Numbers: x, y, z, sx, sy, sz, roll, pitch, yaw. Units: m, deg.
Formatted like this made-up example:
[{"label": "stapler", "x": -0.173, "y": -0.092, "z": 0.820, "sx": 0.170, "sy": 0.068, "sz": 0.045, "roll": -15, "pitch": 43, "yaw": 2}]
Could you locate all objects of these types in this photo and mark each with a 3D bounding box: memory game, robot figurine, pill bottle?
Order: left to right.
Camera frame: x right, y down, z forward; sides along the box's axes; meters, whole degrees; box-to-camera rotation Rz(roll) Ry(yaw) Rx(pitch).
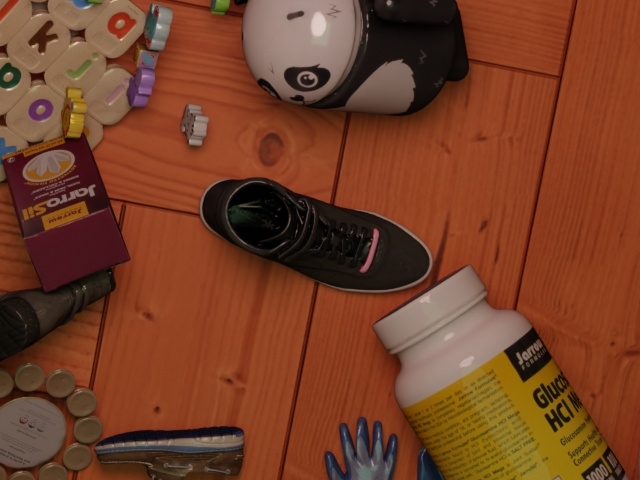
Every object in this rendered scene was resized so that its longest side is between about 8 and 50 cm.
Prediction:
[{"label": "memory game", "x": -0.354, "y": 0.229, "z": 1.765, "sx": 0.186, "sy": 0.012, "sz": 0.186, "roll": -8, "pitch": 115, "yaw": -17}, {"label": "robot figurine", "x": 0.042, "y": -0.228, "z": 1.680, "sx": 0.278, "sy": 0.173, "sz": 0.209, "roll": 2, "pitch": 126, "yaw": -40}, {"label": "pill bottle", "x": 0.208, "y": 0.204, "z": 1.742, "sx": 0.188, "sy": 0.188, "sz": 0.334, "roll": -32, "pitch": 89, "yaw": -1}]

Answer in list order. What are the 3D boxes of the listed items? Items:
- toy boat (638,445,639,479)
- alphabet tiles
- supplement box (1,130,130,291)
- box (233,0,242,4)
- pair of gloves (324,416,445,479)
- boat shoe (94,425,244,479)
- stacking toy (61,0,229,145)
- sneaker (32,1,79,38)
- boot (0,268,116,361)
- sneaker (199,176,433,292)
[{"label": "toy boat", "x": 0.437, "y": 0.337, "z": 1.815, "sx": 0.318, "sy": 0.148, "sz": 0.267, "roll": -35, "pitch": 101, "yaw": -9}, {"label": "alphabet tiles", "x": -0.348, "y": -0.204, "z": 1.686, "sx": 0.278, "sy": 0.021, "sz": 0.284, "roll": -46, "pitch": 126, "yaw": 11}, {"label": "supplement box", "x": -0.294, "y": -0.038, "z": 1.685, "sx": 0.104, "sy": 0.188, "sz": 0.081, "roll": -21, "pitch": 127, "yaw": -7}, {"label": "box", "x": -0.048, "y": -0.376, "z": 1.735, "sx": 0.156, "sy": 0.093, "sz": 0.158, "roll": -17, "pitch": 97, "yaw": -3}, {"label": "pair of gloves", "x": 0.106, "y": 0.295, "z": 1.832, "sx": 0.198, "sy": 0.023, "sz": 0.159, "roll": -6, "pitch": 93, "yaw": -8}, {"label": "boat shoe", "x": -0.183, "y": 0.267, "z": 1.787, "sx": 0.183, "sy": 0.066, "sz": 0.066, "roll": -2, "pitch": 96, "yaw": -4}, {"label": "stacking toy", "x": -0.198, "y": -0.213, "z": 1.694, "sx": 0.167, "sy": 0.052, "sz": 0.221, "roll": 4, "pitch": 120, "yaw": -24}, {"label": "sneaker", "x": -0.357, "y": -0.347, "z": 1.714, "sx": 0.121, "sy": 0.099, "sz": 0.262, "roll": -41, "pitch": 97, "yaw": -5}, {"label": "boot", "x": -0.355, "y": 0.095, "z": 1.737, "sx": 0.161, "sy": 0.246, "sz": 0.083, "roll": -29, "pitch": 98, "yaw": -46}, {"label": "sneaker", "x": 0.000, "y": 0.000, "z": 1.740, "sx": 0.296, "sy": 0.147, "sz": 0.104, "roll": 18, "pitch": 91, "yaw": -7}]
